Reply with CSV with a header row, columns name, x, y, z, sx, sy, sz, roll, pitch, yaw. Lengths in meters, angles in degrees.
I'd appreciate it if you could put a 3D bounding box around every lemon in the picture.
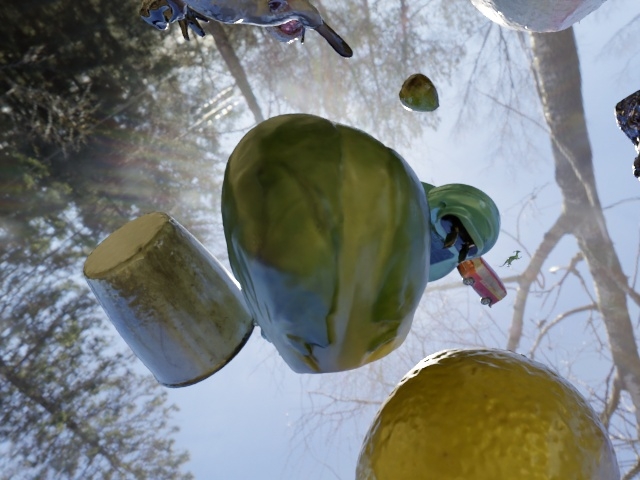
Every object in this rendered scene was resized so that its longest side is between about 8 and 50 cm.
name,x,y,z,sx,sy,sz,roll,pitch,yaw
lemon,0.200,0.299,0.648,0.336,0.336,0.336,-24,-151,14

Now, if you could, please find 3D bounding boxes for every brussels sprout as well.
name,x,y,z,sx,sy,sz,roll,pitch,yaw
brussels sprout,0.000,0.000,0.747,0.276,0.371,0.315,-14,172,-32

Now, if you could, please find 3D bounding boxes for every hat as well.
name,x,y,z,sx,sy,sz,roll,pitch,yaw
hat,-0.066,-0.592,1.317,0.140,0.129,0.227,-64,-162,-3

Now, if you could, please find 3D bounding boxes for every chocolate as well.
name,x,y,z,sx,sy,sz,roll,pitch,yaw
chocolate,0.846,-0.225,1.331,0.126,0.148,0.343,-20,-114,43

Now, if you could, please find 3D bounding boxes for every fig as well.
name,x,y,z,sx,sy,sz,roll,pitch,yaw
fig,0.202,-0.291,1.049,0.074,0.088,0.074,-52,179,-1

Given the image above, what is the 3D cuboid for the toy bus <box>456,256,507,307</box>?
name,x,y,z,sx,sy,sz,roll,pitch,yaw
toy bus,0.431,0.101,1.398,0.077,0.174,0.079,-33,-146,22

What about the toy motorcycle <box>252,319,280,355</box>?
name,x,y,z,sx,sy,sz,roll,pitch,yaw
toy motorcycle,-0.042,0.155,1.166,0.123,0.182,0.272,-49,-177,42

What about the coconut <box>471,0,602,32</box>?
name,x,y,z,sx,sy,sz,roll,pitch,yaw
coconut,0.468,-0.649,1.124,0.405,0.404,0.404,-24,-151,14

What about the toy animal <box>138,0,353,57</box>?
name,x,y,z,sx,sy,sz,roll,pitch,yaw
toy animal,-0.126,-0.333,0.696,0.324,0.195,0.090,16,-97,25

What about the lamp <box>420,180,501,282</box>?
name,x,y,z,sx,sy,sz,roll,pitch,yaw
lamp,0.182,-0.020,0.937,0.284,0.209,0.147,-3,-138,55

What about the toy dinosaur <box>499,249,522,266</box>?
name,x,y,z,sx,sy,sz,roll,pitch,yaw
toy dinosaur,0.658,0.061,1.809,0.083,0.021,0.062,-8,-129,51

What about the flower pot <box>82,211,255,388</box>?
name,x,y,z,sx,sy,sz,roll,pitch,yaw
flower pot,-0.346,0.119,1.197,0.294,0.330,0.293,-21,-150,13
